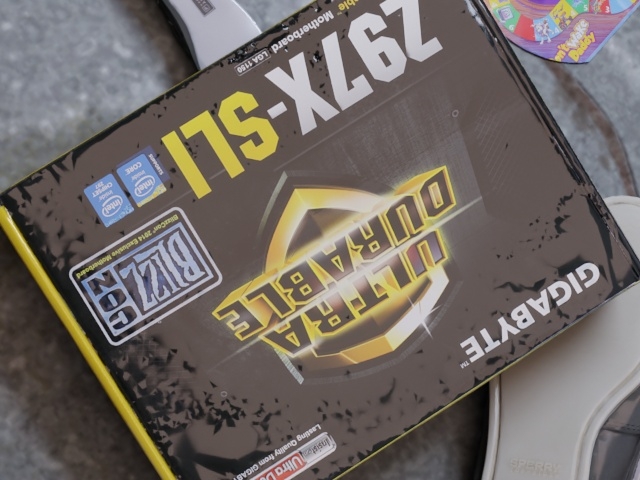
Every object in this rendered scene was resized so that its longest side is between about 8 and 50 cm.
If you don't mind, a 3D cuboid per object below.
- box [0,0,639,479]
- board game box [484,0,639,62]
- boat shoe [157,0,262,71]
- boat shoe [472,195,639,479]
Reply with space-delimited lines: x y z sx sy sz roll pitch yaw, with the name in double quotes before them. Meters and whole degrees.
"box" 0.000 0.000 1.063 0.322 0.079 0.257 -32 92 -6
"board game box" 0.181 -0.210 1.213 0.133 0.033 0.168 45 72 -8
"boat shoe" -0.072 -0.142 1.111 0.049 0.040 0.142 -32 93 -6
"boat shoe" 0.161 0.134 1.139 0.112 0.095 0.335 13 71 20
